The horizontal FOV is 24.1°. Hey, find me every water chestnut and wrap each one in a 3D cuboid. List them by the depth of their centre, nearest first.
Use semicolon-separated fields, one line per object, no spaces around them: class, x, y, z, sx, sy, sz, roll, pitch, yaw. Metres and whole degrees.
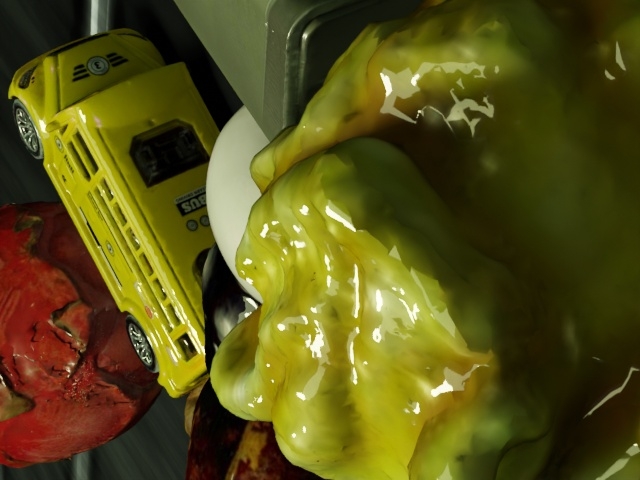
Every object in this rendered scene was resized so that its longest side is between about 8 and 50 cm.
water chestnut;0.002;0.189;1.170;0.223;0.238;0.224;-168;90;-89

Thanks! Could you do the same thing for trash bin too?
trash bin;-0.009;-0.178;0.862;0.240;0.164;0.122;52;154;32

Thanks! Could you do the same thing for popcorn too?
popcorn;0.094;0.041;0.650;0.321;0.290;0.326;69;-151;-85

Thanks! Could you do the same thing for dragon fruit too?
dragon fruit;-0.301;0.092;1.614;0.295;0.301;0.296;163;90;-70

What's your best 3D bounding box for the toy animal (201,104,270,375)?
toy animal;0.006;-0.001;1.003;0.187;0.165;0.235;50;151;30

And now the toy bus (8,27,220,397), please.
toy bus;-0.139;-0.042;1.318;0.331;0.145;0.151;61;156;6
